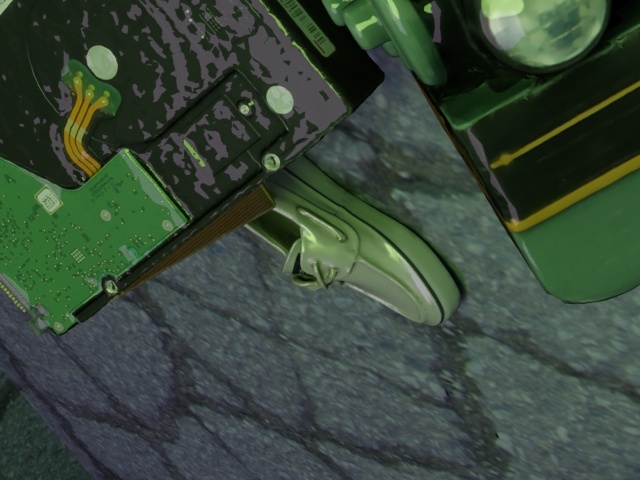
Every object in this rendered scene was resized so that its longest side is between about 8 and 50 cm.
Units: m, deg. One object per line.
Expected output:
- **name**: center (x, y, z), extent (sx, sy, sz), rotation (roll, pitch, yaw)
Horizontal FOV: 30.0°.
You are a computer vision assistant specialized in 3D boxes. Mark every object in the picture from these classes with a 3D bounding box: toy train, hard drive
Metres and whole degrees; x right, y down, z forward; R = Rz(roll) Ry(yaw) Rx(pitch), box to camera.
- **toy train**: center (0.092, -0.101, 0.598), extent (0.190, 0.142, 0.334), rotation (60, -175, -18)
- **hard drive**: center (-0.151, -0.097, 0.763), extent (0.237, 0.064, 0.339), rotation (49, 128, -7)

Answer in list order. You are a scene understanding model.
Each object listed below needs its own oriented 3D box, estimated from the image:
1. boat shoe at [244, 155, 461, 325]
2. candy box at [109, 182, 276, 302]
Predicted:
- **boat shoe**: center (0.000, 0.000, 1.066), extent (0.267, 0.088, 0.096), rotation (40, 154, 2)
- **candy box**: center (-0.187, -0.124, 0.929), extent (0.317, 0.183, 0.087), rotation (64, 165, -17)
